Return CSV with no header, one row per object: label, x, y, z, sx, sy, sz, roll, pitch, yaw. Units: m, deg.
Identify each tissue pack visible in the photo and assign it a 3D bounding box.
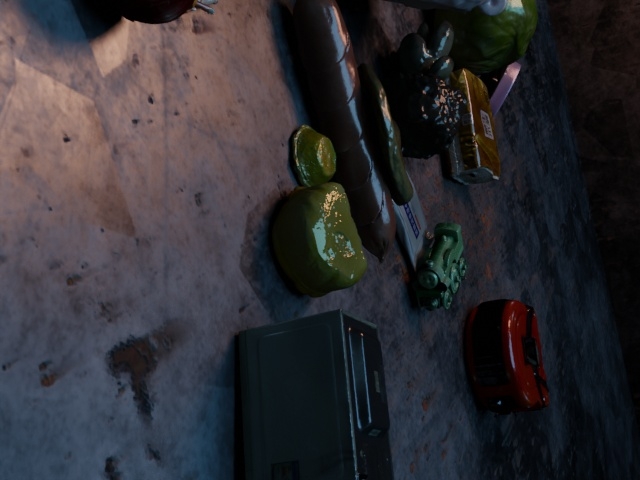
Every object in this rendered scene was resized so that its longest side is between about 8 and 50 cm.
tissue pack,0.158,-0.044,1.573,0.193,0.026,0.123,64,31,-30
tissue pack,0.323,-0.242,1.903,0.183,0.091,0.226,7,72,-62

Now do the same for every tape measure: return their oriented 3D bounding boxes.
tape measure,0.398,0.251,1.840,0.260,0.114,0.253,13,69,-61

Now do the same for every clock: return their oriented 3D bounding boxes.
clock,0.405,-0.364,2.060,0.064,0.172,0.198,28,43,-5

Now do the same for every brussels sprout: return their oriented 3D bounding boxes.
brussels sprout,0.367,-0.481,1.927,0.244,0.244,0.244,32,53,-56

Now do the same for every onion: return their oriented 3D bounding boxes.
onion,-0.178,-0.289,0.905,0.131,0.131,0.131,32,53,-56

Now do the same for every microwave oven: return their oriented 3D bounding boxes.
microwave oven,-0.002,0.202,1.026,0.129,0.163,0.205,31,50,-59

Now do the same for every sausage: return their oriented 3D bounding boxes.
sausage,0.039,-0.173,1.327,0.088,0.087,0.433,-34,111,-61

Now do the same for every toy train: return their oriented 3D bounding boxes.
toy train,0.221,0.052,1.594,0.178,0.071,0.105,-55,142,-51

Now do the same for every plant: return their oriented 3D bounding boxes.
plant,0.193,-0.285,1.598,0.149,0.146,0.275,48,40,-42

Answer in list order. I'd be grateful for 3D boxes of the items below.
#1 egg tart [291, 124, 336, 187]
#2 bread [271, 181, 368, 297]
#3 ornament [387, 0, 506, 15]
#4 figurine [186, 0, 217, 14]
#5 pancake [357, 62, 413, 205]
egg tart,-0.005,-0.120,1.271,0.105,0.039,0.105,31,54,-58
bread,-0.006,-0.001,1.178,0.125,0.086,0.156,-16,91,-53
ornament,0.184,-0.548,1.460,0.337,0.337,0.337,32,53,-56
figurine,-0.153,-0.297,1.045,0.064,0.047,0.109,47,24,-1
pancake,0.105,-0.176,1.391,0.242,0.050,0.242,161,-90,-89
